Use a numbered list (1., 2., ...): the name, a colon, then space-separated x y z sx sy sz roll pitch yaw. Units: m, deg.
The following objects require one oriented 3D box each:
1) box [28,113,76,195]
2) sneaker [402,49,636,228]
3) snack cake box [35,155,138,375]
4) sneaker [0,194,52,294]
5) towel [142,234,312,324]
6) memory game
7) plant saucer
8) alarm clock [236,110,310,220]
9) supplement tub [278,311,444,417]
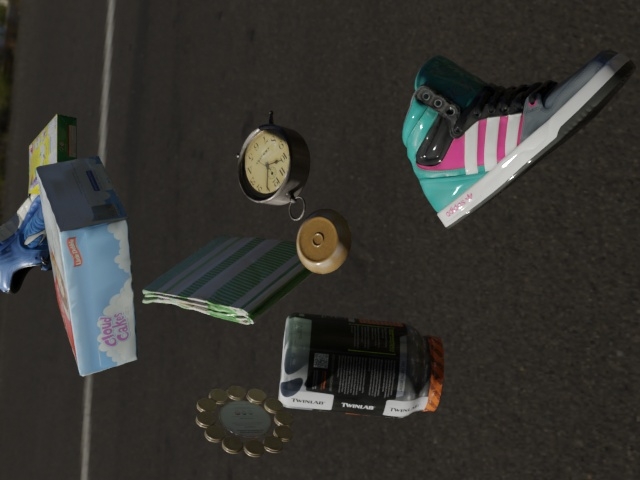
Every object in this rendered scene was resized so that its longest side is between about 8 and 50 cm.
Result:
1. box: -0.516 -0.156 1.485 0.179 0.043 0.105 -24 65 46
2. sneaker: 0.205 -0.164 0.924 0.178 0.123 0.295 53 127 7
3. snack cake box: -0.319 0.037 1.078 0.152 0.089 0.264 53 147 41
4. sneaker: -0.570 -0.015 1.638 0.330 0.147 0.130 -43 -4 7
5. towel: -0.166 0.067 1.499 0.324 0.248 0.038 4 123 43
6. memory game: -0.137 0.327 1.420 0.186 0.186 0.012 -123 43 -54
7. plant saucer: 0.000 0.000 0.984 0.083 0.015 0.083 -5 81 32
8. alarm clock: -0.067 -0.108 1.270 0.129 0.064 0.192 -47 53 29
9. supplement tub: 0.079 0.254 1.568 0.193 0.315 0.194 -174 90 -88
